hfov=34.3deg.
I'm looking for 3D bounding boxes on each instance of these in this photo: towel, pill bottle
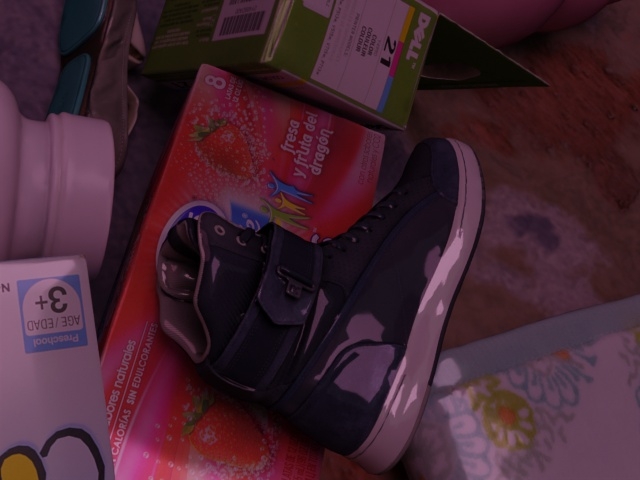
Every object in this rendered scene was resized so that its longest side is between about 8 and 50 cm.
[{"bbox_3d":[0.256,0.203,0.784,0.375,0.090,0.320,-12,66,-28],"label":"towel"},{"bbox_3d":[-0.275,-0.038,0.652,0.272,0.152,0.152,5,60,-22],"label":"pill bottle"}]

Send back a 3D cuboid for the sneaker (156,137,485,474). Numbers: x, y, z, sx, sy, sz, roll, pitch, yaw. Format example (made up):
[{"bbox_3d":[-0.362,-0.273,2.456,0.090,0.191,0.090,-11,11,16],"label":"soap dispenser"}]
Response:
[{"bbox_3d":[0.001,0.000,0.604,0.163,0.086,0.226,27,56,-10],"label":"sneaker"}]

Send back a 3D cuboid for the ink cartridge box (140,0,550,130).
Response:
[{"bbox_3d":[0.022,-0.128,0.810,0.255,0.189,0.097,21,83,-34],"label":"ink cartridge box"}]

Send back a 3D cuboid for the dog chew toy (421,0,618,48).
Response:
[{"bbox_3d":[0.201,-0.286,0.986,0.332,0.206,0.206,-11,67,-38],"label":"dog chew toy"}]

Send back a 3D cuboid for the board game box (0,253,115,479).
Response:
[{"bbox_3d":[-0.196,0.101,0.453,0.144,0.275,0.142,-5,83,-29],"label":"board game box"}]

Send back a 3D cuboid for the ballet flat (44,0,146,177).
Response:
[{"bbox_3d":[-0.172,-0.138,0.819,0.068,0.072,0.213,31,50,-39],"label":"ballet flat"}]

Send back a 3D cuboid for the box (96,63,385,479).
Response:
[{"bbox_3d":[-0.069,0.056,0.689,0.142,0.154,0.300,20,57,-12],"label":"box"}]
